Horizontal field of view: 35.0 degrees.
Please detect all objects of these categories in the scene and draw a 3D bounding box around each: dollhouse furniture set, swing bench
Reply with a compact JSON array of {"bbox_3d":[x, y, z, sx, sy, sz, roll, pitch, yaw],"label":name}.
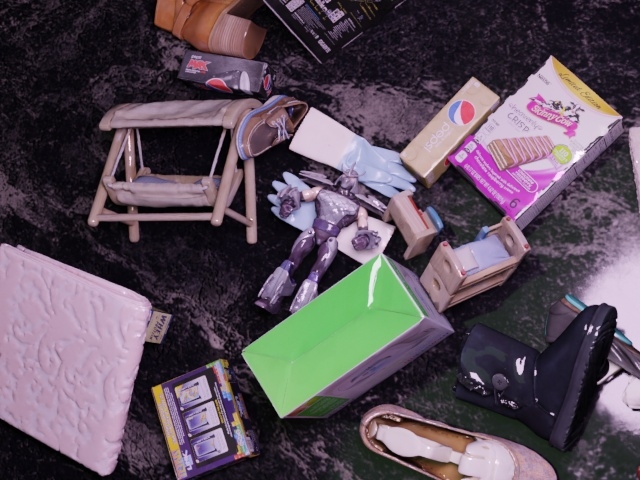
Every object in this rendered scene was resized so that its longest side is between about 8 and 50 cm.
[{"bbox_3d":[0.207,-0.013,1.573,0.129,0.129,0.184,-21,68,-21],"label":"dollhouse furniture set"},{"bbox_3d":[-0.244,-0.133,1.761,0.253,0.165,0.255,0,78,19],"label":"swing bench"}]

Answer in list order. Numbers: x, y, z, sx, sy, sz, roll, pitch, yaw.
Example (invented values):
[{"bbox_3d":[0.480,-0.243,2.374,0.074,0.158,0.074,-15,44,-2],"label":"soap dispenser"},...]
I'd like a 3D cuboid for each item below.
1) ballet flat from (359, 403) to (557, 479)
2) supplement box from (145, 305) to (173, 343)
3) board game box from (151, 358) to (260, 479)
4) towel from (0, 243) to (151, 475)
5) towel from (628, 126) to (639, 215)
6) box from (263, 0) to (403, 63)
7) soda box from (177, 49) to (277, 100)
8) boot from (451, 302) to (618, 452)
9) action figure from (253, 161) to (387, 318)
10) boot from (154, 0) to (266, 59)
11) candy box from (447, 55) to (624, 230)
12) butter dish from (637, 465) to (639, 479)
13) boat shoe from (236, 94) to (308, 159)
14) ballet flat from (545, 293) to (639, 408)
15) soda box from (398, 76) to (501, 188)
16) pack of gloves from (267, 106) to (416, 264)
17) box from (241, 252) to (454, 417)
[{"bbox_3d":[0.199,0.332,1.542,0.316,0.106,0.108,13,83,21],"label":"ballet flat"},{"bbox_3d":[-0.319,0.138,1.773,0.083,0.083,0.056,21,88,21],"label":"supplement box"},{"bbox_3d":[-0.195,0.305,1.715,0.141,0.048,0.170,-24,73,15],"label":"board game box"},{"bbox_3d":[-0.453,0.202,1.769,0.317,0.053,0.332,22,109,22],"label":"towel"},{"bbox_3d":[0.573,-0.055,1.526,0.187,0.049,0.282,-7,78,19],"label":"towel"},{"bbox_3d":[0.036,-0.440,1.644,0.257,0.322,0.079,-38,71,9],"label":"box"},{"bbox_3d":[-0.169,-0.298,1.829,0.169,0.053,0.060,12,83,21],"label":"soda box"},{"bbox_3d":[0.307,0.169,1.498,0.207,0.094,0.247,26,119,29],"label":"boot"},{"bbox_3d":[0.000,0.000,1.654,0.185,0.099,0.285,24,84,19],"label":"action figure"},{"bbox_3d":[-0.170,-0.478,1.853,0.220,0.109,0.283,23,94,26],"label":"boot"},{"bbox_3d":[0.342,-0.154,1.613,0.233,0.071,0.159,-45,68,5],"label":"candy box"},{"bbox_3d":[0.530,0.304,1.429,0.160,0.160,0.118,-6,53,18],"label":"butter dish"},{"bbox_3d":[-0.080,-0.198,1.721,0.066,0.066,0.183,2,38,28],"label":"boat shoe"},{"bbox_3d":[0.454,0.186,1.500,0.280,0.095,0.096,34,101,32],"label":"ballet flat"},{"bbox_3d":[0.213,-0.176,1.658,0.181,0.058,0.061,-46,70,-3],"label":"soda box"},{"bbox_3d":[0.039,-0.088,1.729,0.232,0.046,0.195,29,88,13],"label":"pack of gloves"},{"bbox_3d":[0.048,0.153,1.564,0.262,0.231,0.127,-36,71,9],"label":"box"}]
